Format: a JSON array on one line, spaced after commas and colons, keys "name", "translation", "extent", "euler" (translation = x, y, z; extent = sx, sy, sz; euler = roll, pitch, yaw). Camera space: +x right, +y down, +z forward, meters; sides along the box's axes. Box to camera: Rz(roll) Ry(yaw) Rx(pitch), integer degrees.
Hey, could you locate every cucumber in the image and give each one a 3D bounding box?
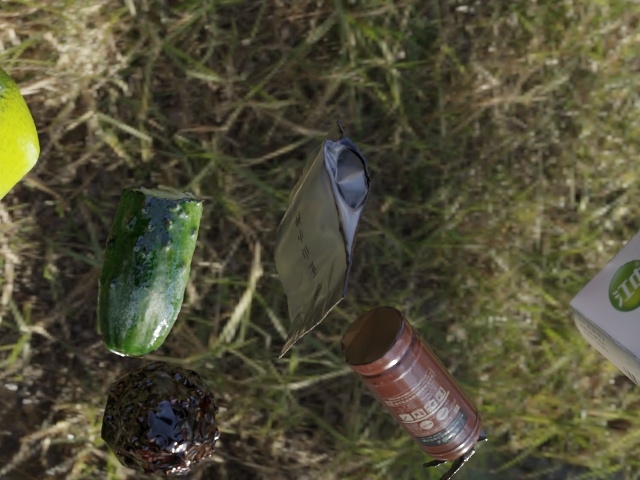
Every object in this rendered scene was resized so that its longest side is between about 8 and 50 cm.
[{"name": "cucumber", "translation": [-0.310, 0.066, 1.918], "extent": [0.145, 0.105, 0.325], "euler": [8, 101, -45]}]

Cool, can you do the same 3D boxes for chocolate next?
[{"name": "chocolate", "translation": [-0.199, 0.222, 1.300], "extent": [0.133, 0.156, 0.156], "euler": [82, 12, -87]}]

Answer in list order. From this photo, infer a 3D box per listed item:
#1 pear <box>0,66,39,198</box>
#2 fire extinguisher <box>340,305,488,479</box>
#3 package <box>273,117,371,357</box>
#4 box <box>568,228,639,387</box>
[{"name": "pear", "translation": [-0.566, -0.120, 1.431], "extent": [0.343, 0.318, 0.238], "euler": [-19, 118, -6]}, {"name": "fire extinguisher", "translation": [0.157, 0.254, 1.685], "extent": [0.337, 0.135, 0.114], "euler": [50, 12, -31]}, {"name": "package", "translation": [0.000, 0.000, 1.344], "extent": [0.062, 0.204, 0.250], "euler": [10, 59, -18]}, {"name": "box", "translation": [0.423, 0.020, 1.032], "extent": [0.333, 0.173, 0.145], "euler": [-46, 144, 1]}]
